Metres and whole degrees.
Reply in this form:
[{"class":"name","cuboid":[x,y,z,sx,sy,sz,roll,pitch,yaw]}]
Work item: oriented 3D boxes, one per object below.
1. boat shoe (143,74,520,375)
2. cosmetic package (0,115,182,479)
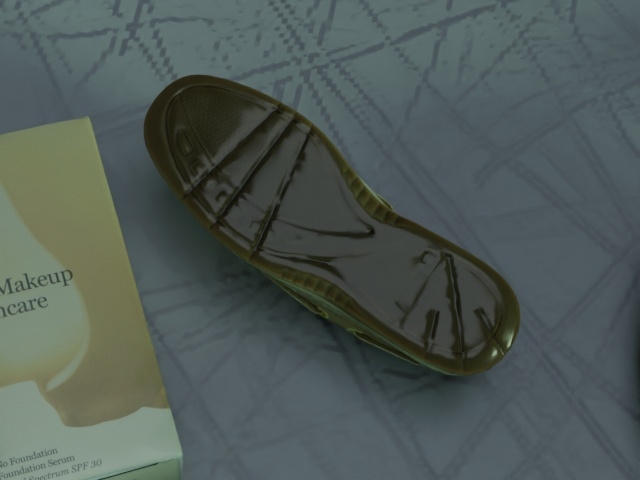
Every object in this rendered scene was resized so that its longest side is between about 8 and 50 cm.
[{"class":"boat shoe","cuboid":[0.000,0.000,0.518,0.135,0.045,0.050,39,76,5]},{"class":"cosmetic package","cuboid":[-0.085,0.025,0.499,0.060,0.041,0.115,-15,71,-12]}]
